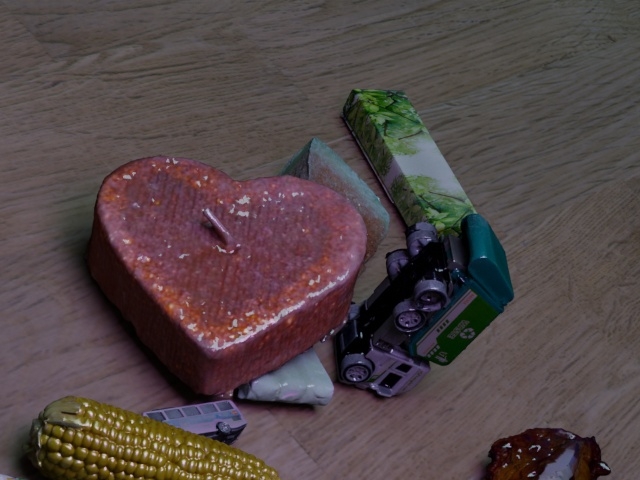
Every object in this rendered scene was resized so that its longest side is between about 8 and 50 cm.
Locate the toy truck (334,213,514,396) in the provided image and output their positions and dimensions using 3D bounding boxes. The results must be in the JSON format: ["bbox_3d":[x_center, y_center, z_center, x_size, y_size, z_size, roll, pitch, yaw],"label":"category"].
[{"bbox_3d":[0.121,0.078,1.916,0.124,0.253,0.114,23,37,-23],"label":"toy truck"}]

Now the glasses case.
[{"bbox_3d":[0.125,-0.100,2.295,0.095,0.062,0.272,-1,47,-32],"label":"glasses case"}]

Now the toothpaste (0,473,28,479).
[{"bbox_3d":[-0.215,0.274,1.588,0.314,0.056,0.058,19,65,-27],"label":"toothpaste"}]

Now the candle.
[{"bbox_3d":[-0.114,0.032,1.830,0.317,0.131,0.287,11,49,-1],"label":"candle"}]

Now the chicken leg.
[{"bbox_3d":[0.207,0.299,1.867,0.407,0.096,0.158,-10,50,-42],"label":"chicken leg"}]

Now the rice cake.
[{"bbox_3d":[-0.075,0.099,1.912,0.127,0.043,0.237,5,44,-34],"label":"rice cake"}]

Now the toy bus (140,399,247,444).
[{"bbox_3d":[-0.140,0.201,1.745,0.131,0.037,0.052,-4,48,-43],"label":"toy bus"}]

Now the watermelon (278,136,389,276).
[{"bbox_3d":[0.000,0.000,2.070,0.154,0.094,0.241,37,35,-14],"label":"watermelon"}]

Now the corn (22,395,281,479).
[{"bbox_3d":[-0.167,0.225,1.641,0.260,0.091,0.091,20,14,-14],"label":"corn"}]
